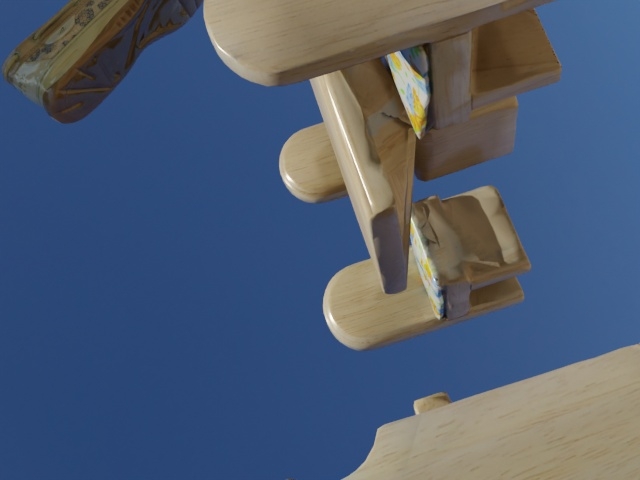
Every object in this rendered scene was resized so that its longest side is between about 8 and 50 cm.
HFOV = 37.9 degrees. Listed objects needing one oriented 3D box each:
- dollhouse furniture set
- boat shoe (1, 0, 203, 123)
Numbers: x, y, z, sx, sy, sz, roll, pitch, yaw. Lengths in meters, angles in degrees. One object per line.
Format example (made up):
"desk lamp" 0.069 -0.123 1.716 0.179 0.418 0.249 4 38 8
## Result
"dollhouse furniture set" 0.000 0.000 0.523 0.256 0.362 0.394 -18 -115 0
"boat shoe" -0.205 -0.248 0.959 0.089 0.105 0.285 33 -112 16
